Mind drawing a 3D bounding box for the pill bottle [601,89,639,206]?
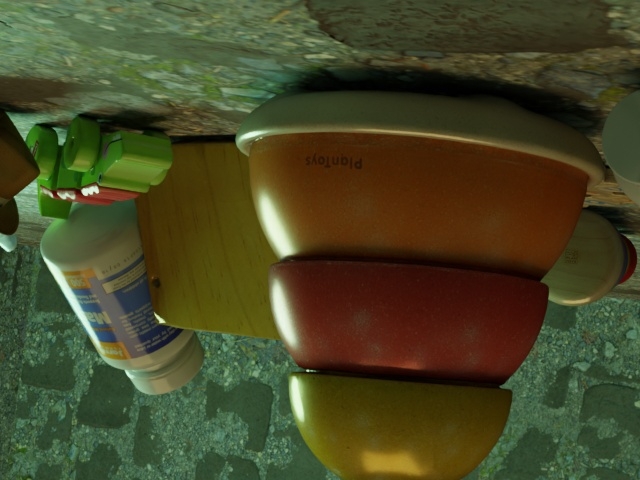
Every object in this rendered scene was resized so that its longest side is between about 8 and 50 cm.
[{"bbox_3d":[0.296,-0.066,0.966,0.103,0.103,0.184,3,174,37],"label":"pill bottle"}]

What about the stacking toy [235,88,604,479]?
[{"bbox_3d":[0.070,0.114,1.142,0.351,0.479,0.350,7,175,1],"label":"stacking toy"}]

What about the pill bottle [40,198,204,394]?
[{"bbox_3d":[-0.260,0.081,1.657,0.152,0.152,0.272,3,132,32],"label":"pill bottle"}]

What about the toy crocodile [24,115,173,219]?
[{"bbox_3d":[-0.277,-0.085,1.472,0.115,0.105,0.341,9,174,-34],"label":"toy crocodile"}]

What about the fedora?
[{"bbox_3d":[-0.385,-0.098,1.411,0.079,0.194,0.194,-31,172,3],"label":"fedora"}]

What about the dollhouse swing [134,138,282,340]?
[{"bbox_3d":[0.000,0.000,1.565,0.347,0.315,0.305,3,-164,38],"label":"dollhouse swing"}]

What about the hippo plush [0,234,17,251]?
[{"bbox_3d":[-0.629,-0.062,1.968,0.237,0.234,0.294,-25,-152,-28],"label":"hippo plush"}]

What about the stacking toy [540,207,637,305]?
[{"bbox_3d":[0.422,0.026,1.840,0.141,0.141,0.330,4,180,26],"label":"stacking toy"}]

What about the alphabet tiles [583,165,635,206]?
[{"bbox_3d":[0.249,-0.071,1.452,0.278,0.021,0.284,9,174,-30],"label":"alphabet tiles"}]
